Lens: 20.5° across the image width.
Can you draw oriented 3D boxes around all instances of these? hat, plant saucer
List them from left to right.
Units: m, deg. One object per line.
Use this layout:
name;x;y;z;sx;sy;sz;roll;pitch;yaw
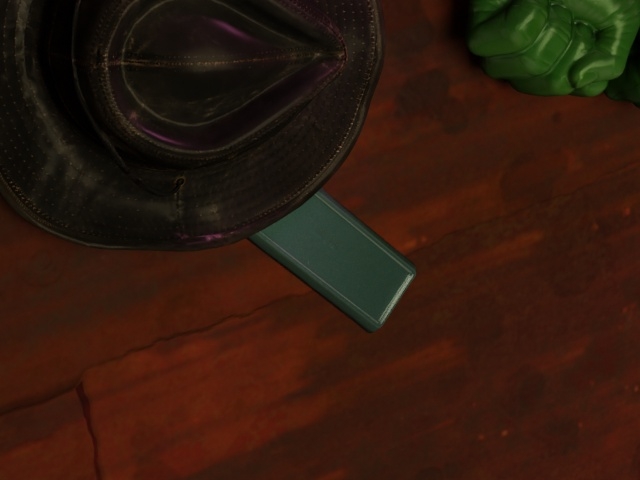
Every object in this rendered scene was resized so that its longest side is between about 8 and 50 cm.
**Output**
hat;-0.076;-0.132;1.197;0.331;0.134;0.331;-5;100;-28
plant saucer;0.000;0.000;1.358;0.192;0.018;0.067;39;82;-34

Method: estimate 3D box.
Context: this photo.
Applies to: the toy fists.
toy fists;0.238;-0.176;1.408;0.279;0.096;0.142;4;103;-34
